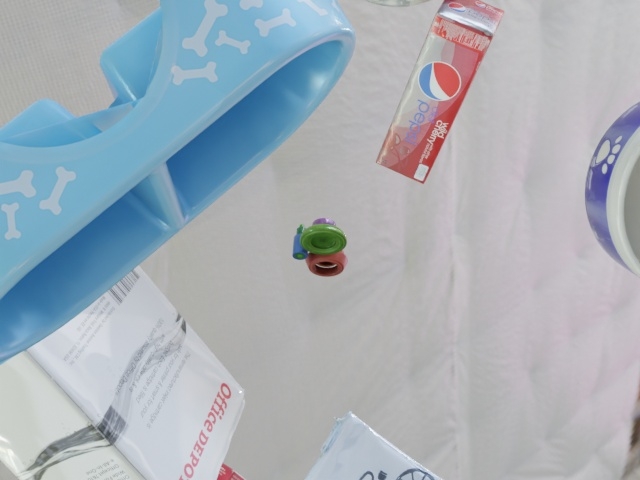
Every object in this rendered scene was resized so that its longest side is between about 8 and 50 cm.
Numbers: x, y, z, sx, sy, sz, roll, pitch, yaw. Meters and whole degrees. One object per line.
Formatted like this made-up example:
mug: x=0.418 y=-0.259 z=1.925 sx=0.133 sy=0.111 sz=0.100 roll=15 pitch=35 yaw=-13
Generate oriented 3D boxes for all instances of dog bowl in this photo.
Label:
dog bowl: x=-0.102 y=-0.046 z=0.446 sx=0.297 sy=0.074 sz=0.166 roll=-41 pitch=-6 yaw=-11
dog bowl: x=0.482 y=-0.062 z=1.081 sx=0.265 sy=0.104 sz=0.264 roll=-2 pitch=-75 yaw=-7

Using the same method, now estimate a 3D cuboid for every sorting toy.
sorting toy: x=0.000 y=0.000 z=0.943 sx=0.061 sy=0.042 sz=0.102 roll=0 pitch=-34 yaw=3

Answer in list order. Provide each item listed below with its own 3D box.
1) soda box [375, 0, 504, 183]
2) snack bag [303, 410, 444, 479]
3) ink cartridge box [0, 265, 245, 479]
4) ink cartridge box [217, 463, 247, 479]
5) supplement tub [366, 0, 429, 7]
soda box: x=0.166 y=-0.214 z=1.204 sx=0.092 sy=0.084 sz=0.263 roll=-60 pitch=-6 yaw=-47
snack bag: x=0.080 y=0.438 z=1.062 sx=0.323 sy=0.343 sz=0.037 roll=-53 pitch=-6 yaw=-25
ink cartridge box: x=-0.239 y=0.139 z=0.880 sx=0.129 sy=0.223 sz=0.307 roll=-31 pitch=-73 yaw=22
ink cartridge box: x=-0.173 y=0.340 z=1.089 sx=0.135 sy=0.099 sz=0.056 roll=-56 pitch=-35 yaw=-18
supplement tub: x=0.098 y=-0.474 z=1.039 sx=0.207 sy=0.207 sz=0.338 roll=-41 pitch=-23 yaw=-16
